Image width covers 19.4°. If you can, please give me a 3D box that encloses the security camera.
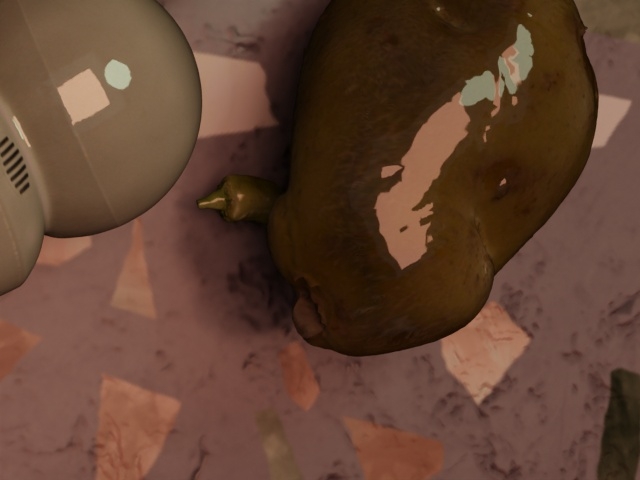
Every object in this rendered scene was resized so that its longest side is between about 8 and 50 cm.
[{"bbox_3d":[-0.191,-0.084,1.272,0.236,0.194,0.195,-32,101,-21],"label":"security camera"}]

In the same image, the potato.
[{"bbox_3d":[0.079,-0.072,1.359,0.218,0.202,0.351,47,64,-31],"label":"potato"}]

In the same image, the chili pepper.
[{"bbox_3d":[0.000,-0.001,1.421,0.208,0.049,0.043,29,114,-22],"label":"chili pepper"}]
